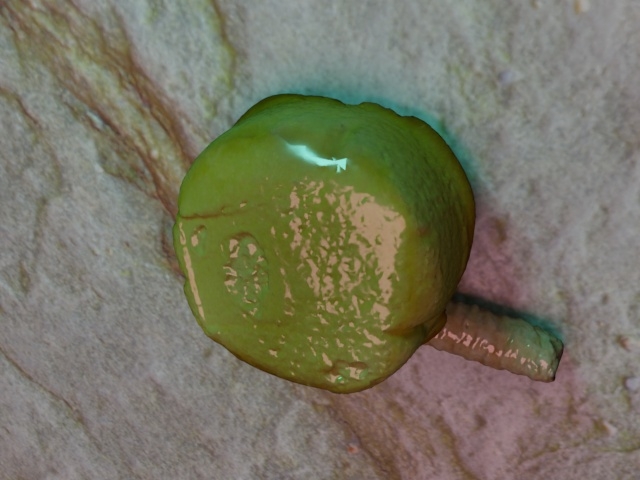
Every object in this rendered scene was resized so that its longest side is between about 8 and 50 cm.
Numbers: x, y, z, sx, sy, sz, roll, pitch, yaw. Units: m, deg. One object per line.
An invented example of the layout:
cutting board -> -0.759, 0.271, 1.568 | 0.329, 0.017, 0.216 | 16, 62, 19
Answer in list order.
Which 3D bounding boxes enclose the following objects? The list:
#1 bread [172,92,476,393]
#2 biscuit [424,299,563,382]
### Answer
bread -> 0.000, 0.000, 0.798 | 0.270, 0.148, 0.270 | 9, 113, 22
biscuit -> 0.128, 0.082, 0.882 | 0.219, 0.061, 0.055 | 19, 125, 12
